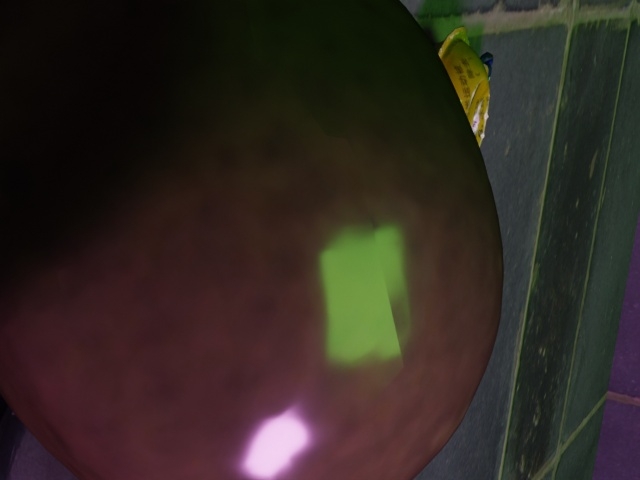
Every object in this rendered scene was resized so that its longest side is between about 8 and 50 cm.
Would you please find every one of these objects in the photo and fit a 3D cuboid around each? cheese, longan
[{"bbox_3d":[0.137,-0.133,1.355,0.270,0.069,0.177,-32,132,-63],"label":"cheese"},{"bbox_3d":[-0.049,-0.021,0.678,0.288,0.288,0.350,40,31,-65],"label":"longan"}]

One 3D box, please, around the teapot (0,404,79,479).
[{"bbox_3d":[-0.079,0.174,0.806,0.171,0.225,0.203,48,57,-62],"label":"teapot"}]
